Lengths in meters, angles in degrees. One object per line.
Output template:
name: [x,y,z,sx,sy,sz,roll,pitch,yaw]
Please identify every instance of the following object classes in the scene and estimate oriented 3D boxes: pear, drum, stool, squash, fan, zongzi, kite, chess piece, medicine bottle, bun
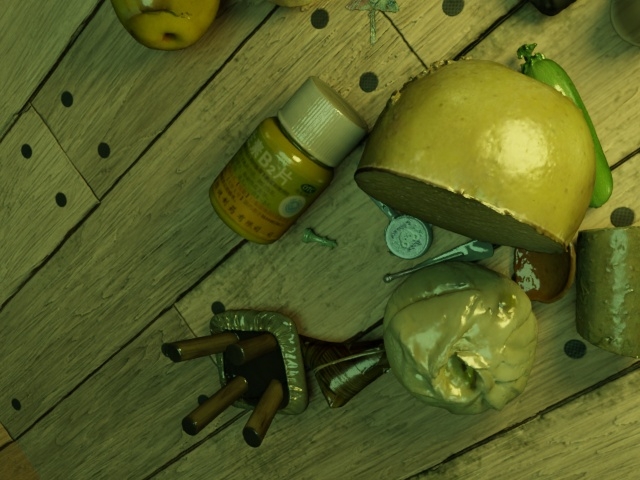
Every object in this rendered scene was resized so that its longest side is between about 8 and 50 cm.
pear: [-0.391,-0.638,1.235,0.284,0.285,0.337,-35,72,23]
drum: [0.189,-0.073,1.242,0.130,0.049,0.253,-25,88,24]
stool: [-0.219,0.366,1.371,0.310,0.226,0.311,-5,100,29]
squash: [0.513,-0.242,1.061,0.101,0.101,0.379,-24,90,23]
fan: [0.286,0.060,1.247,0.281,0.023,0.057,-23,101,23]
zongzi: [0.068,0.280,1.342,0.247,0.111,0.241,-39,64,12]
kite: [0.122,-0.545,1.196,0.137,0.005,0.153,14,105,20]
chess piece: [0.000,0.000,1.333,0.093,0.042,0.042,21,107,10]
medicine bottle: [-0.078,-0.188,1.227,0.224,0.224,0.384,47,111,6]
bun: [0.314,0.228,1.153,0.364,0.219,0.366,1,96,11]

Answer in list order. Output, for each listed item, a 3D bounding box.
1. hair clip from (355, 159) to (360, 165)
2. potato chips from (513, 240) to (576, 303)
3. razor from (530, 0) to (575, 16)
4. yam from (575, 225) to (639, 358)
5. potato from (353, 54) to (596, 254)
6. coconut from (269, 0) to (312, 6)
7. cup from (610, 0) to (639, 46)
hair clip: [0.133,-0.216,1.236,0.115,0.039,0.030,-42,72,21]
potato chips: [0.505,0.044,1.130,0.150,0.049,0.202,13,117,52]
razor: [0.527,-0.611,0.976,0.326,0.107,0.189,-39,85,22]
yam: [0.620,0.093,1.056,0.161,0.161,0.268,-1,101,21]
potato: [0.323,-0.182,1.020,0.441,0.385,0.320,24,89,14]
coconut: [-0.067,-0.674,1.126,0.259,0.259,0.260,4,102,20]
cup: [0.655,-0.469,0.906,0.167,0.202,0.221,41,112,6]
